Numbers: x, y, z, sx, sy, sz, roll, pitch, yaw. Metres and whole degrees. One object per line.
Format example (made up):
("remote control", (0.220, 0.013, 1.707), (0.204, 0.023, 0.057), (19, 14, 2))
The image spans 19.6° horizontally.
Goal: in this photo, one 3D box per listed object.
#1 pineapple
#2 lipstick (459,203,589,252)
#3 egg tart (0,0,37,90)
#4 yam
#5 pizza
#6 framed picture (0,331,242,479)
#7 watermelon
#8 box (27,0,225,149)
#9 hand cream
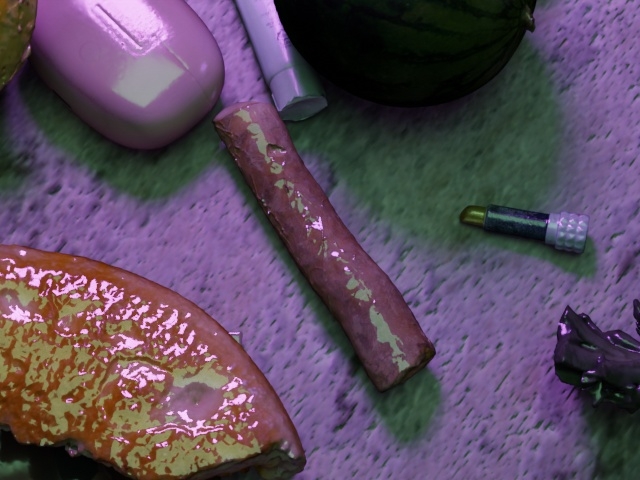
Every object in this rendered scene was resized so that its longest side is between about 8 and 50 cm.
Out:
("pineapple", (0.351, 0.112, 1.574), (0.310, 0.141, 0.170), (6, 34, 5))
("lipstick", (0.183, -0.016, 1.675), (0.116, 0.037, 0.037), (11, 71, 6))
("egg tart", (-0.378, -0.240, 1.656), (0.315, 0.120, 0.315), (6, 108, 17))
("yam", (0.000, 0.000, 1.649), (0.066, 0.066, 0.299), (-31, 75, -11))
("pizza", (-0.178, 0.115, 1.581), (0.365, 0.074, 0.182), (24, 70, 7))
("framed picture", (-0.215, 0.178, 1.606), (0.290, 0.020, 0.211), (2, 70, 0))
("watermelon", (0.077, -0.237, 1.643), (0.242, 0.242, 0.242), (0, 71, -1))
("box", (-0.182, -0.175, 1.692), (0.200, 0.088, 0.146), (44, 74, 11))
("hand cream", (-0.045, -0.209, 1.730), (0.078, 0.050, 0.205), (-16, 68, -4))
